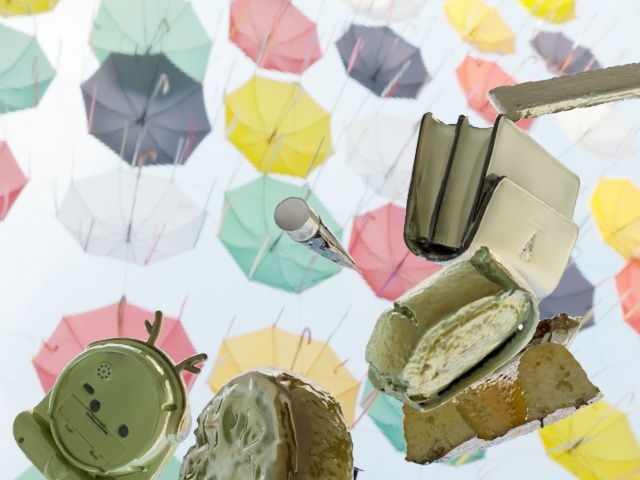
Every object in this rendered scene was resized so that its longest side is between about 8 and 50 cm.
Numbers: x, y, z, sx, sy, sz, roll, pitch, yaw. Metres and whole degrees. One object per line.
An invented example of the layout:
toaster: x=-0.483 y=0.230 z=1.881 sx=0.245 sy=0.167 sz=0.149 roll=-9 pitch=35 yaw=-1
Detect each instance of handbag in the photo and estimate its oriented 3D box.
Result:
handbag: x=0.287 y=-0.043 z=1.379 sx=0.160 sy=0.237 sz=0.358 roll=11 pitch=174 yaw=38

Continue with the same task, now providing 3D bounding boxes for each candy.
candy: x=-0.072 y=0.275 z=1.002 sx=0.118 sy=0.260 sz=0.260 roll=26 pitch=-141 yaw=-37

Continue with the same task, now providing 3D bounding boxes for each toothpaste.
toothpaste: x=0.000 y=0.000 z=1.079 sx=0.071 sy=0.193 sz=0.045 roll=32 pitch=-95 yaw=26

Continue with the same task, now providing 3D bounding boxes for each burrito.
burrito: x=0.295 y=0.257 z=1.483 sx=0.117 sy=0.392 sz=0.076 roll=14 pitch=-142 yaw=-46

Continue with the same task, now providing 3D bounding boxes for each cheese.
cheese: x=0.476 y=-0.260 z=1.416 sx=0.400 sy=0.034 sz=0.085 roll=-10 pitch=-136 yaw=-9

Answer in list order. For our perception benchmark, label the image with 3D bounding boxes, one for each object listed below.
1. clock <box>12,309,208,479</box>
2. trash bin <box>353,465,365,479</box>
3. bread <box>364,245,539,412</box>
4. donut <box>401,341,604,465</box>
clock: x=-0.319 y=0.262 z=1.346 sx=0.235 sy=0.096 sz=0.308 roll=39 pitch=-90 yaw=19
trash bin: x=-0.039 y=0.416 z=1.222 sx=0.162 sy=0.184 sz=0.235 roll=39 pitch=-118 yaw=-37
bread: x=0.107 y=0.076 z=0.705 sx=0.156 sy=0.117 sz=0.064 roll=-28 pitch=-134 yaw=-14
donut: x=0.229 y=0.227 z=1.121 sx=0.259 sy=0.152 sz=0.101 roll=-23 pitch=-113 yaw=3
